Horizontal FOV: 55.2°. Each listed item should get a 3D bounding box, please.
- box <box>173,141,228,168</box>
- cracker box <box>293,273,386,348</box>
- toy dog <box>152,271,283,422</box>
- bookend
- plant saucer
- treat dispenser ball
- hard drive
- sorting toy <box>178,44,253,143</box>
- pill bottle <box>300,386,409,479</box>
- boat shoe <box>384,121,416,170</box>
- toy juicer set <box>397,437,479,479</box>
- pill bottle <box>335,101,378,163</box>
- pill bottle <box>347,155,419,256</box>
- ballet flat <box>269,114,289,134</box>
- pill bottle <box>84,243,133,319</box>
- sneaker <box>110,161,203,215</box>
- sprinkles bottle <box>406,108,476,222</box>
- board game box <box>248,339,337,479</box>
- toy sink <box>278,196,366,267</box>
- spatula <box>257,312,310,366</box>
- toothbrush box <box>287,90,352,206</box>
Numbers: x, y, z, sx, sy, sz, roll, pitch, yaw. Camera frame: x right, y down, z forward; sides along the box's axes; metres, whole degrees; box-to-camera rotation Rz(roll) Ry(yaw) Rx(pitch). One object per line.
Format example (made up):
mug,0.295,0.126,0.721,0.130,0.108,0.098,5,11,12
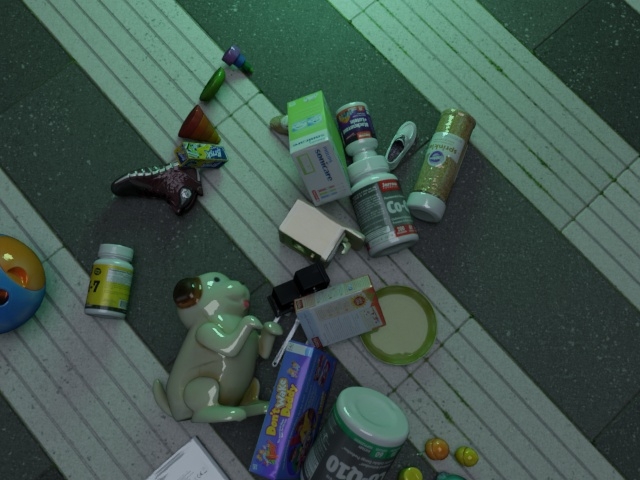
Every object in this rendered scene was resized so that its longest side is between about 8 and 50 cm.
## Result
box,-0.367,-0.262,1.899,0.054,0.168,0.059,-32,75,34
cracker box,0.057,0.208,1.768,0.232,0.156,0.067,-19,33,3
toy dog,-0.291,0.294,1.734,0.395,0.284,0.409,-12,75,33
bookend,-0.065,0.143,1.792,0.156,0.157,0.072,-21,71,-19
plant saucer,0.231,0.255,1.850,0.240,0.037,0.241,0,77,-2
treat dispenser ball,-0.927,0.122,1.719,0.287,0.288,0.289,0,76,-2
hard drive,-0.333,0.736,1.711,0.203,0.040,0.308,-40,81,-10
sorting toy,-0.323,-0.458,1.997,0.126,0.127,0.366,33,73,-24
pill bottle,0.070,0.584,1.609,0.204,0.204,0.361,26,111,5
boat shoe,0.257,-0.314,1.979,0.066,0.063,0.184,35,78,7
toy juicer set,0.399,0.699,1.725,0.329,0.090,0.209,35,65,15
pill bottle,0.122,-0.333,1.957,0.108,0.108,0.194,-14,77,-5
pill bottle,0.182,-0.105,1.874,0.161,0.161,0.284,-17,77,-6
ballet flat,-0.065,-0.374,1.982,0.206,0.067,0.073,12,75,1
pill bottle,-0.622,0.123,1.816,0.119,0.119,0.209,6,75,0
sneaker,-0.496,-0.143,1.895,0.281,0.106,0.163,-16,80,-6
sprinkles bottle,0.381,-0.237,1.935,0.121,0.121,0.356,22,76,4
board game box,-0.065,0.468,1.682,0.078,0.233,0.348,11,75,22
toy sink,0.000,0.000,1.849,0.234,0.153,0.131,31,77,5
spatula,-0.091,0.280,1.847,0.168,0.019,0.242,30,78,0
toothbrush box,-0.006,-0.276,1.818,0.122,0.206,0.283,-19,41,9
